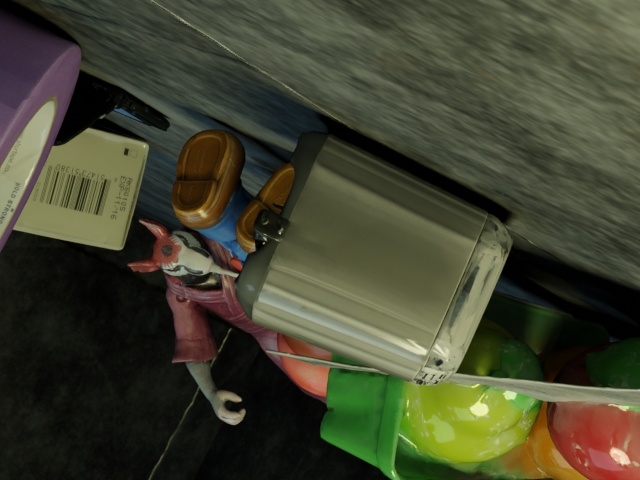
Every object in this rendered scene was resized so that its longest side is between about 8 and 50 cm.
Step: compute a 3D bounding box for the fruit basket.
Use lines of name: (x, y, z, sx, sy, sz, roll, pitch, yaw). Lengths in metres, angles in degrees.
fruit basket: (0.190, 0.110, 1.393, 0.327, 0.165, 0.353, 17, 164, -43)

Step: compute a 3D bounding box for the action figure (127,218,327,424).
action figure: (-0.056, 0.040, 2.077, 0.370, 0.248, 0.276, 28, -157, -34)

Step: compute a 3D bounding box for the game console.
game console: (-0.211, -0.106, 1.638, 0.122, 0.071, 0.107, 24, 175, 41)

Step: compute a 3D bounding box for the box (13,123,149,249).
box: (-0.323, -0.086, 2.086, 0.148, 0.121, 0.311, 12, -175, -29)

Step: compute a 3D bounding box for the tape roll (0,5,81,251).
tape roll: (-0.280, -0.043, 1.426, 0.090, 0.275, 0.275, 27, 176, -2)

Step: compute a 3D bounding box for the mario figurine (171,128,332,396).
mario figurine: (0.000, 0.000, 1.571, 0.198, 0.170, 0.320, 64, -174, 31)

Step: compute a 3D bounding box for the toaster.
toaster: (0.034, 0.014, 1.206, 0.146, 0.129, 0.227, 23, 174, 2)
